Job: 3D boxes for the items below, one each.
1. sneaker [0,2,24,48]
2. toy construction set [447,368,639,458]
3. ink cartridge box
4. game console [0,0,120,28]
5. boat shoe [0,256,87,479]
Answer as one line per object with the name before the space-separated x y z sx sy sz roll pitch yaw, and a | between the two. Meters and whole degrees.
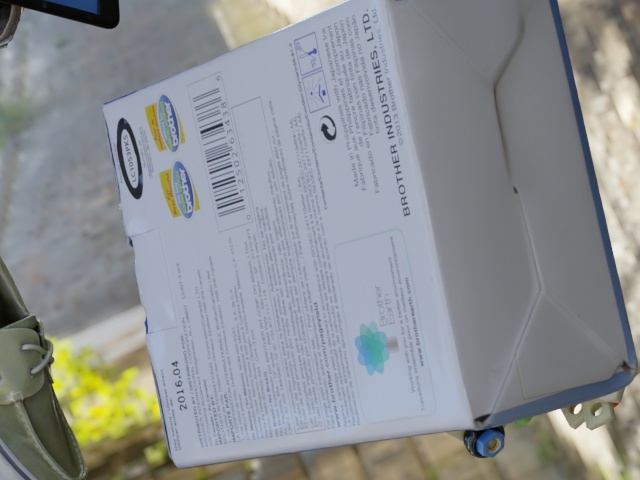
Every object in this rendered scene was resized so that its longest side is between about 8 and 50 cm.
sneaker | -0.315 -0.277 1.679 0.281 0.105 0.115 54 -159 -51
toy construction set | 0.182 0.120 2.161 0.327 0.215 0.151 33 -176 -24
ink cartridge box | 0.000 0.000 1.313 0.395 0.151 0.270 -15 85 51
game console | -0.206 -0.251 1.547 0.144 0.124 0.085 11 -149 -37
boat shoe | -0.272 0.095 1.630 0.302 0.094 0.109 58 -162 -1
